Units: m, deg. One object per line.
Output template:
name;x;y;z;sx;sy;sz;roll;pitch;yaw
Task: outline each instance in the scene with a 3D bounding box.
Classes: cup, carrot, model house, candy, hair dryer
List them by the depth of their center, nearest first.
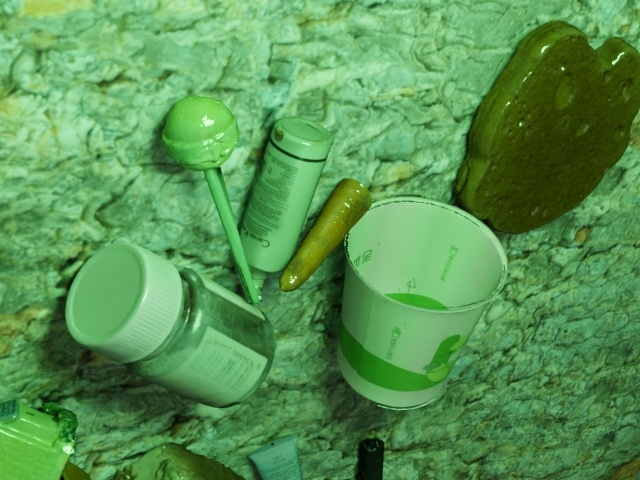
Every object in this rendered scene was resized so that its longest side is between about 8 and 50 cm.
candy;-0.128;-0.043;1.410;0.093;0.092;0.335;-43;134;-32
model house;-0.457;0.299;1.439;0.189;0.195;0.214;24;94;-20
carrot;0.000;0.000;1.514;0.209;0.061;0.061;-53;145;-32
cup;0.136;0.105;1.652;0.253;0.253;0.274;-13;138;-28
hair dryer;0.085;0.484;2.039;0.197;0.089;0.251;-11;120;-27

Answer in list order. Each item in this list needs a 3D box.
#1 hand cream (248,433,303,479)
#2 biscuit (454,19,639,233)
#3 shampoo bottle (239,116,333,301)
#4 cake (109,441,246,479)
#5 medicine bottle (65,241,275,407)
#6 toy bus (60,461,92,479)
hand cream;-0.059;0.447;1.911;0.091;0.058;0.271;-20;131;-7
biscuit;0.371;-0.184;1.698;0.359;0.074;0.381;-25;133;-20
shampoo bottle;-0.060;-0.042;1.485;0.085;0.085;0.262;-1;124;-36
cake;-0.233;0.505;1.687;0.290;0.256;0.282;-48;136;0
medicine bottle;-0.201;0.119;1.457;0.165;0.165;0.273;-48;136;6
toy bus;-0.361;0.429;1.563;0.114;0.201;0.098;-42;137;-3
